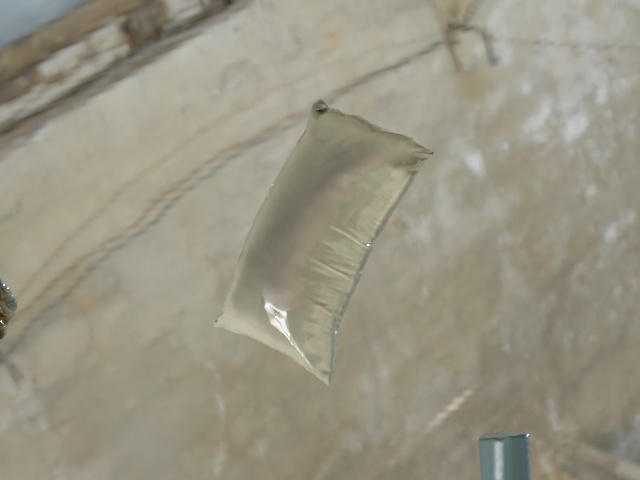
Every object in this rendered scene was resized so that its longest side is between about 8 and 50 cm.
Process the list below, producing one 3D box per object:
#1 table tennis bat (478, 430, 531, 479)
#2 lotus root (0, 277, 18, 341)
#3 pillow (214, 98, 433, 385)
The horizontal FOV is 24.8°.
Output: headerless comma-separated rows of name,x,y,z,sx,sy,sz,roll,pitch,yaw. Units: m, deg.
table tennis bat,0.165,0.321,1.191,0.044,0.329,0.215,-7,-179,-24
lotus root,-0.468,0.112,1.396,0.349,0.175,0.175,-34,-150,-28
pillow,0.000,0.001,1.385,0.144,0.254,0.078,29,-172,25
